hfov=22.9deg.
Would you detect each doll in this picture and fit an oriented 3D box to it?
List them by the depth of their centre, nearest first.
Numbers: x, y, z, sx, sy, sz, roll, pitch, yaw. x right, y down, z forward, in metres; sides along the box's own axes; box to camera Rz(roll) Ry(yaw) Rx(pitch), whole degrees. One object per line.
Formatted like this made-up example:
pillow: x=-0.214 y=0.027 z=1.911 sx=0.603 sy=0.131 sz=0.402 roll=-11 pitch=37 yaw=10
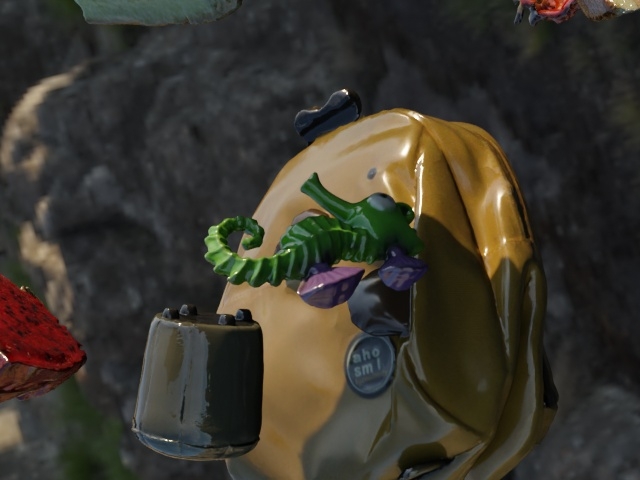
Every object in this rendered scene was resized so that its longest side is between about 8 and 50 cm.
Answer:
doll: x=0.000 y=0.000 z=1.204 sx=0.115 sy=0.190 sz=0.050 roll=51 pitch=139 yaw=30

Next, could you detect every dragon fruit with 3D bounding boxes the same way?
dragon fruit: x=-0.217 y=0.071 z=1.026 sx=0.162 sy=0.083 sz=0.106 roll=37 pitch=-171 yaw=40

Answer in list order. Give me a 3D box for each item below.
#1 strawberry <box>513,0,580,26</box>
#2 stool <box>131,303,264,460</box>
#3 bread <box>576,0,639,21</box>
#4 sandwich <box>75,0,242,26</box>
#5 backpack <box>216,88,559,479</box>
strawberry: x=0.288 y=-0.324 z=1.674 sx=0.208 sy=0.087 sz=0.167 roll=-30 pitch=59 yaw=43
stool: x=-0.087 y=0.104 z=1.156 sx=0.096 sy=0.096 sz=0.110 roll=-165 pitch=81 yaw=-72
bread: x=0.228 y=-0.202 z=1.260 sx=0.062 sy=0.043 sz=0.109 roll=79 pitch=168 yaw=-52
sandwich: x=-0.105 y=-0.240 z=1.213 sx=0.122 sy=0.235 sz=0.128 roll=46 pitch=-167 yaw=-29
backpack: x=0.038 y=0.061 z=1.403 sx=0.353 sy=0.201 sz=0.378 roll=-25 pitch=56 yaw=34
